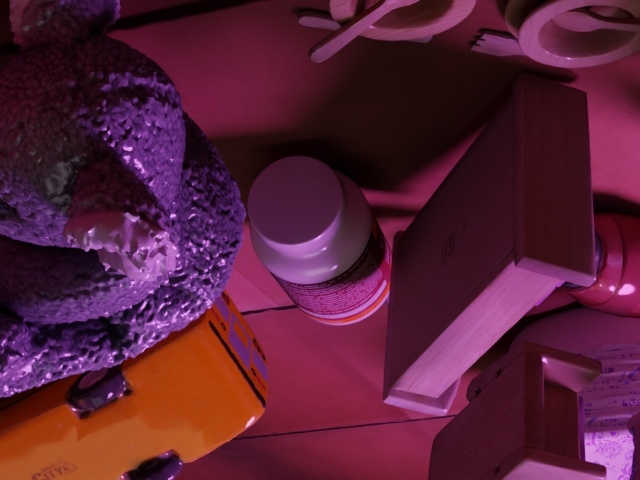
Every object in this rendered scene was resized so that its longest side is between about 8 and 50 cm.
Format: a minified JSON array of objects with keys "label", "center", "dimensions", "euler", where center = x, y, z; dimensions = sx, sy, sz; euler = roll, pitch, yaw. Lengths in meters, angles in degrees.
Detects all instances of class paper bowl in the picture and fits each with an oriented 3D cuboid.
[{"label":"paper bowl","center":[0.290,0.155,1.200],"dimensions":[0.284,0.148,0.284],"euler":[-2,159,-1]}]

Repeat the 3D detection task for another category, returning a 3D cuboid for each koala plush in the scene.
[{"label":"koala plush","center":[-0.127,-0.038,0.649],"dimensions":[0.203,0.196,0.221],"euler":[-8,160,-16]}]

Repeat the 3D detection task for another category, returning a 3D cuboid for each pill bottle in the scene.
[{"label":"pill bottle","center":[0.000,0.000,0.865],"dimensions":[0.086,0.086,0.152],"euler":[-6,159,11]}]

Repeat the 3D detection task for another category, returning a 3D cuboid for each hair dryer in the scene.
[{"label":"hair dryer","center":[0.200,0.024,1.002],"dimensions":[0.294,0.080,0.223],"euler":[3,173,4]}]

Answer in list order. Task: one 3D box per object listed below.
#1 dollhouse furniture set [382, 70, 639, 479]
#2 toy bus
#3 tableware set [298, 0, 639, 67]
[{"label":"dollhouse furniture set","center":[0.217,0.081,0.781],"dimensions":[0.303,0.286,0.198],"euler":[15,145,-13]},{"label":"toy bus","center":[-0.213,0.163,1.043],"dimensions":[0.333,0.130,0.108],"euler":[-27,112,10]},{"label":"tableware set","center":[0.092,-0.118,0.637],"dimensions":[0.194,0.039,0.128],"euler":[5,157,-17]}]
